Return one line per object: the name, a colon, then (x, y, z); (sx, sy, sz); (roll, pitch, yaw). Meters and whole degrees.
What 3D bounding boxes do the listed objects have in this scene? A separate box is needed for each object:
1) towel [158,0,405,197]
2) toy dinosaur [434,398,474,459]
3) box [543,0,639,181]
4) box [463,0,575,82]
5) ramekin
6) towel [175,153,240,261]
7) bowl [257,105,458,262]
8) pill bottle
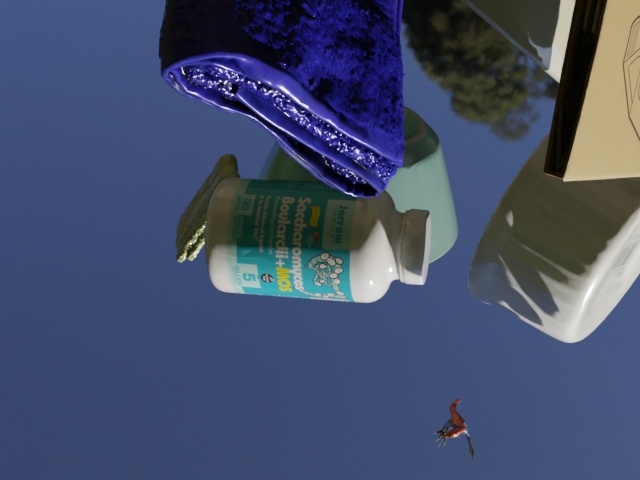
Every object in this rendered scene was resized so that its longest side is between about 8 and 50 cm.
towel: (-0.007, -0.206, 0.775); (0.227, 0.076, 0.308); (29, -124, -51)
toy dinosaur: (0.167, 0.233, 1.419); (0.047, 0.082, 0.090); (0, -114, -5)
box: (0.210, -0.120, 0.715); (0.021, 0.164, 0.201); (17, -167, 36)
box: (0.275, -0.306, 1.429); (0.311, 0.121, 0.148); (26, -159, -44)
ramekin: (0.307, -0.014, 1.311); (0.135, 0.277, 0.277); (34, -136, 22)
towel: (-0.160, -0.046, 1.581); (0.027, 0.148, 0.110); (30, -161, -24)
bowl: (0.054, -0.101, 1.608); (0.311, 0.163, 0.311); (5, -150, -3)
pill bottle: (0.000, 0.000, 1.386); (0.264, 0.146, 0.146); (3, -140, 11)
